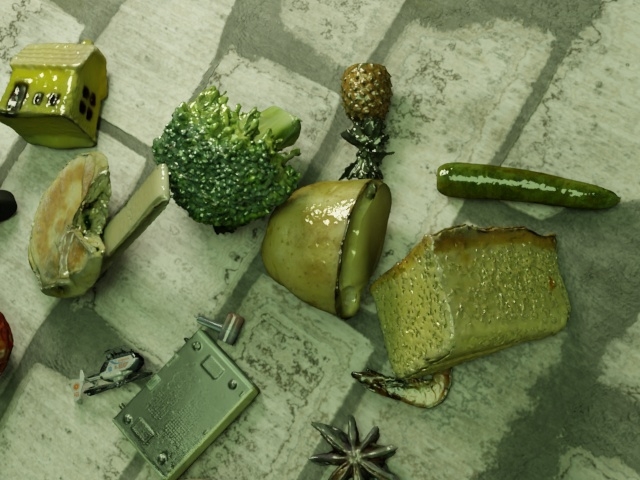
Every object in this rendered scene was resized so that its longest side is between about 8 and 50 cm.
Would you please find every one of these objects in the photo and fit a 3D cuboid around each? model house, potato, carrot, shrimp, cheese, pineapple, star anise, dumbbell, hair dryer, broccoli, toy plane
[{"bbox_3d":[-0.602,-0.348,1.910,0.193,0.175,0.234,4,68,15],"label":"model house"},{"bbox_3d":[0.000,0.000,1.647,0.242,0.242,0.285,13,95,16],"label":"potato"},{"bbox_3d":[0.407,-0.105,1.642,0.358,0.074,0.074,8,79,14],"label":"carrot"},{"bbox_3d":[0.166,0.244,1.634,0.195,0.035,0.148,14,82,13],"label":"shrimp"},{"bbox_3d":[-0.401,-0.029,1.714,0.400,0.034,0.085,-38,58,47],"label":"cheese"},{"bbox_3d":[0.098,-0.238,1.732,0.125,0.125,0.251,0,83,14],"label":"pineapple"},{"bbox_3d":[0.066,0.431,1.601,0.204,0.061,0.181,13,81,16],"label":"star anise"},{"bbox_3d":[-0.781,-0.140,1.925,0.100,0.100,0.191,-31,72,5],"label":"dumbbell"},{"bbox_3d":[-0.221,0.174,1.750,0.114,0.037,0.063,18,80,24],"label":"hair dryer"},{"bbox_3d":[-0.196,-0.166,1.673,0.338,0.317,0.277,-35,100,32],"label":"broccoli"},{"bbox_3d":[-0.447,0.280,1.760,0.197,0.053,0.078,-20,59,12],"label":"toy plane"}]

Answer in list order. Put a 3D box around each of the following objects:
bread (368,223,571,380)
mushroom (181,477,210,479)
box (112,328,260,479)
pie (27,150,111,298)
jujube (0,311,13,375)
[{"bbox_3d":[0.283,0.117,1.610,0.279,0.315,0.248,-36,59,46],"label":"bread"},{"bbox_3d":[-0.249,0.573,1.591,0.207,0.207,0.215,-19,108,9],"label":"mushroom"},{"bbox_3d":[-0.282,0.339,1.717,0.270,0.045,0.211,-45,72,0],"label":"box"},{"bbox_3d":[-0.539,-0.035,1.803,0.337,0.075,0.337,-18,65,43],"label":"pie"},{"bbox_3d":[-0.821,0.179,1.819,0.342,0.216,0.216,39,88,31],"label":"jujube"}]
